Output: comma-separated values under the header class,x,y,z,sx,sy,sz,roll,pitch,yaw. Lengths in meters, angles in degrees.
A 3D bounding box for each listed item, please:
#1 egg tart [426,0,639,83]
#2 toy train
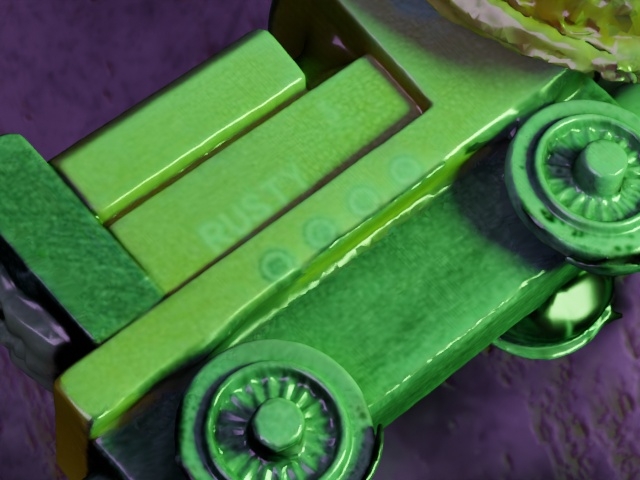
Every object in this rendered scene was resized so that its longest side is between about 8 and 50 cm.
class,x,y,z,sx,sy,sz,roll,pitch,yaw
egg tart,0.168,-0.240,0.882,0.341,0.132,0.341,-2,78,8
toy train,0.000,0.000,0.930,0.397,0.160,0.253,-36,76,-21
